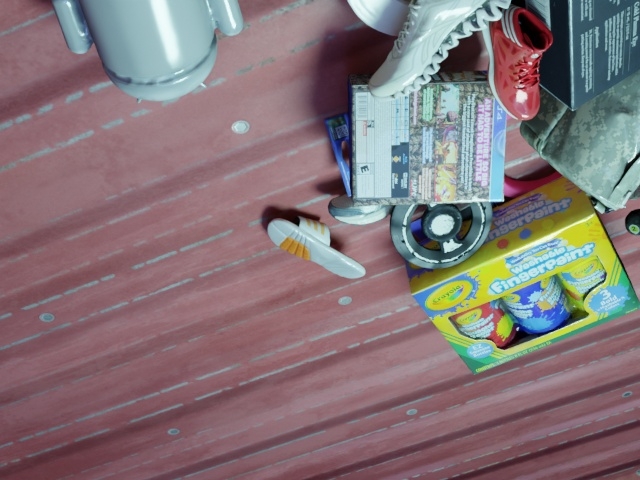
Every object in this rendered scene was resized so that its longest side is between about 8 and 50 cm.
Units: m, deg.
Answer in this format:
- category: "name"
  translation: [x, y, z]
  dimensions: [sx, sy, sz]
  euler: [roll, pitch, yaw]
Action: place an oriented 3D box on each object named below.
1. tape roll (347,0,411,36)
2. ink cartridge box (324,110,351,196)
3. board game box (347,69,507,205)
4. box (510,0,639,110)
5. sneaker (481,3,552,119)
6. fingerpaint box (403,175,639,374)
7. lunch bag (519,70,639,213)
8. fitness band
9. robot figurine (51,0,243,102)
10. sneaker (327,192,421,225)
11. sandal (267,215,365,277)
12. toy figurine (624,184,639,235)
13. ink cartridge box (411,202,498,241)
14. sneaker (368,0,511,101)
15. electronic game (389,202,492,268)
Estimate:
- category: "tape roll"
  translation: [0.167, -0.490, 1.475]
  dimensions: [0.286, 0.100, 0.286]
  euler: [-6, 139, -5]
- category: "ink cartridge box"
  translation: [0.180, -0.205, 1.779]
  dimensions: [0.311, 0.065, 0.186]
  euler: [-15, 113, 7]
- category: "board game box"
  translation: [0.200, -0.199, 1.671]
  dimensions: [0.290, 0.141, 0.232]
  euler: [-1, 110, -1]
- category: "box"
  translation: [0.490, -0.455, 1.466]
  dimensions: [0.312, 0.179, 0.343]
  euler: [-30, 140, -8]
- category: "sneaker"
  translation: [0.346, -0.297, 1.494]
  dimensions: [0.087, 0.128, 0.221]
  euler: [-30, 115, -6]
- category: "fingerpaint box"
  translation: [0.477, 0.093, 2.062]
  dimensions: [0.444, 0.163, 0.371]
  euler: [-25, 131, 17]
- category: "lunch bag"
  translation: [0.574, -0.236, 1.697]
  dimensions: [0.212, 0.256, 0.305]
  euler: [19, 116, -32]
- category: "fitness band"
  translation: [0.448, -0.193, 1.915]
  dimensions: [0.209, 0.054, 0.290]
  euler: [-35, 133, 25]
- category: "robot figurine"
  translation: [-0.280, -0.374, 1.420]
  dimensions: [0.299, 0.200, 0.354]
  euler: [-3, 139, 4]
- category: "sneaker"
  translation: [0.144, -0.130, 1.895]
  dimensions: [0.282, 0.110, 0.122]
  euler: [-19, 128, -2]
- category: "sandal"
  translation: [-0.005, 0.003, 2.010]
  dimensions: [0.265, 0.076, 0.102]
  euler: [30, 149, -25]
- category: "toy figurine"
  translation: [0.752, -0.122, 1.948]
  dimensions: [0.148, 0.210, 0.213]
  euler: [14, 135, -42]
- category: "ink cartridge box"
  translation: [0.344, -0.019, 2.095]
  dimensions: [0.208, 0.045, 0.206]
  euler: [-28, 137, 21]
- category: "sneaker"
  translation: [0.180, -0.359, 1.481]
  dimensions: [0.118, 0.110, 0.292]
  euler: [35, 114, -31]
- category: "electronic game"
  translation: [0.262, -0.042, 1.888]
  dimensions: [0.229, 0.048, 0.229]
  euler: [-4, 116, -9]
